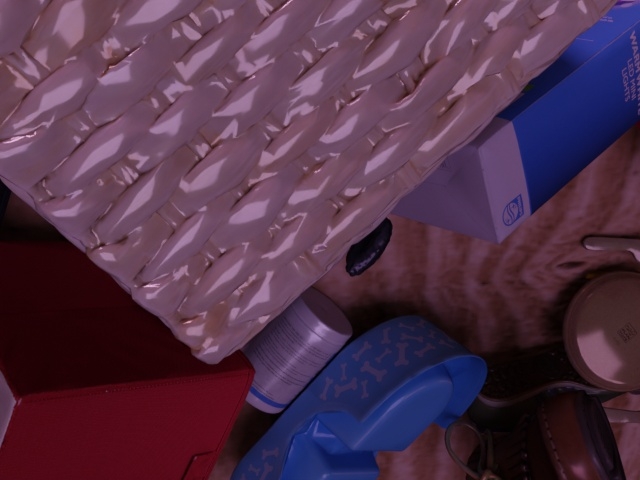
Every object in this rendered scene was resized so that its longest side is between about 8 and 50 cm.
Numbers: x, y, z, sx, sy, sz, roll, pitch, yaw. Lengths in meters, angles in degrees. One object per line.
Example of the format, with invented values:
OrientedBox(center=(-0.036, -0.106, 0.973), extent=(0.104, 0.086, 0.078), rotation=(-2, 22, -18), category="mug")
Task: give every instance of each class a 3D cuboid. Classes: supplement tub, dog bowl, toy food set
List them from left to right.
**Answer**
OrientedBox(center=(-0.029, 0.101, 0.798), extent=(0.071, 0.071, 0.107), rotation=(34, 107, -28), category="supplement tub")
OrientedBox(center=(0.027, 0.190, 0.831), extent=(0.297, 0.074, 0.166), rotation=(-49, 146, 15), category="dog bowl")
OrientedBox(center=(0.306, 0.092, 0.870), extent=(0.133, 0.038, 0.191), rotation=(6, 91, -5), category="toy food set")

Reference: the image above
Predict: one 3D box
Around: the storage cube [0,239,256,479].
OrientedBox(center=(-0.202, 0.126, 0.665), extent=(0.193, 0.184, 0.214), rotation=(3, 122, -46), category="storage cube")

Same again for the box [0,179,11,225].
OrientedBox(center=(-0.369, -0.012, 0.577), extent=(0.296, 0.073, 0.293), rotation=(0, 121, -47), category="box")

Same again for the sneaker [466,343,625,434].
OrientedBox(center=(0.241, 0.162, 0.911), extent=(0.192, 0.064, 0.086), rotation=(-6, 134, -15), category="sneaker")

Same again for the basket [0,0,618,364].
OrientedBox(center=(-0.062, -0.175, 0.465), extent=(0.331, 0.266, 0.328), rotation=(-42, 119, -1), category="basket")

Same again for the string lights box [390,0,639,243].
OrientedBox(center=(0.151, -0.111, 0.622), extent=(0.260, 0.133, 0.076), rotation=(-37, 125, -27), category="string lights box")

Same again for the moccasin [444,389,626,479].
OrientedBox(center=(0.201, 0.240, 0.840), extent=(0.147, 0.139, 0.380), rotation=(-8, 158, 0), category="moccasin")

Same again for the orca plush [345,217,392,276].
OrientedBox(center=(0.000, 0.000, 0.729), extent=(0.102, 0.151, 0.287), rotation=(15, 103, -60), category="orca plush")

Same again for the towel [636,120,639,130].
OrientedBox(center=(0.384, -0.169, 0.719), extent=(0.275, 0.031, 0.198), rotation=(-35, 86, 7), category="towel")
